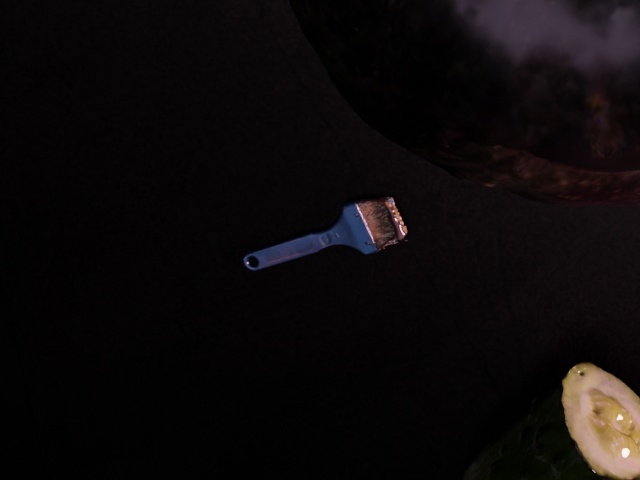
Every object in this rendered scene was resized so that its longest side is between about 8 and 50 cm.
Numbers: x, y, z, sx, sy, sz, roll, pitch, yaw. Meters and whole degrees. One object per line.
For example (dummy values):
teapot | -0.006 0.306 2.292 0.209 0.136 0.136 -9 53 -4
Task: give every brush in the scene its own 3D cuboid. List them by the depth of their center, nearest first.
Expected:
brush | 0.000 0.000 1.347 0.164 0.014 0.051 -18 107 27

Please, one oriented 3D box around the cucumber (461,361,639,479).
cucumber | 0.191 0.220 1.336 0.134 0.134 0.244 42 130 -4

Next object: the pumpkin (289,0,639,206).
pumpkin | 0.188 -0.238 0.975 0.454 0.344 0.455 2 101 10
